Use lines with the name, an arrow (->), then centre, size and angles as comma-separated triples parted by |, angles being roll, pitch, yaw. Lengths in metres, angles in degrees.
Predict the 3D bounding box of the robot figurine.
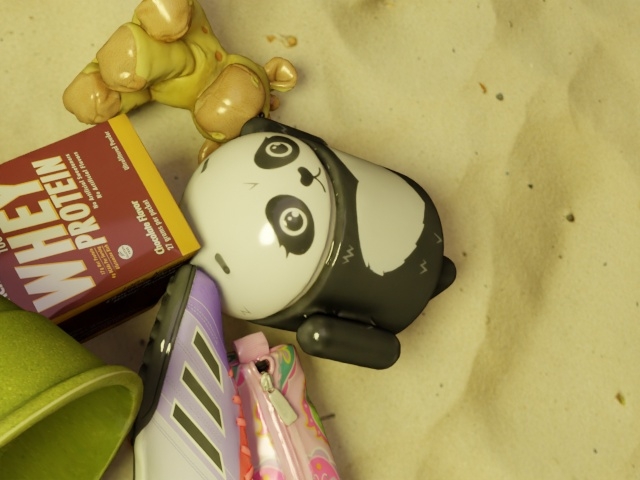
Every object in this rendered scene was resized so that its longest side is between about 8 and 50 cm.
robot figurine -> 0.002, 0.000, 0.970 | 0.278, 0.209, 0.173 | 16, 97, -44

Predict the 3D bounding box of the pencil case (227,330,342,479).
pencil case -> -0.035, 0.227, 0.940 | 0.124, 0.124, 0.284 | -15, 79, -24

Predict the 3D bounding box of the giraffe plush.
giraffe plush -> -0.121, -0.155, 1.034 | 0.170, 0.181, 0.210 | 41, 29, -14

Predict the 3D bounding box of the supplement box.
supplement box -> -0.232, 0.018, 0.895 | 0.191, 0.194, 0.129 | -27, 83, -25

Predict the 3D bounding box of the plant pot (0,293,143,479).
plant pot -> -0.360, 0.105, 0.640 | 0.353, 0.366, 0.366 | 40, 63, 9

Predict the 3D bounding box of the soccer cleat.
soccer cleat -> -0.098, 0.180, 0.863 | 0.116, 0.108, 0.318 | 7, 90, -4
